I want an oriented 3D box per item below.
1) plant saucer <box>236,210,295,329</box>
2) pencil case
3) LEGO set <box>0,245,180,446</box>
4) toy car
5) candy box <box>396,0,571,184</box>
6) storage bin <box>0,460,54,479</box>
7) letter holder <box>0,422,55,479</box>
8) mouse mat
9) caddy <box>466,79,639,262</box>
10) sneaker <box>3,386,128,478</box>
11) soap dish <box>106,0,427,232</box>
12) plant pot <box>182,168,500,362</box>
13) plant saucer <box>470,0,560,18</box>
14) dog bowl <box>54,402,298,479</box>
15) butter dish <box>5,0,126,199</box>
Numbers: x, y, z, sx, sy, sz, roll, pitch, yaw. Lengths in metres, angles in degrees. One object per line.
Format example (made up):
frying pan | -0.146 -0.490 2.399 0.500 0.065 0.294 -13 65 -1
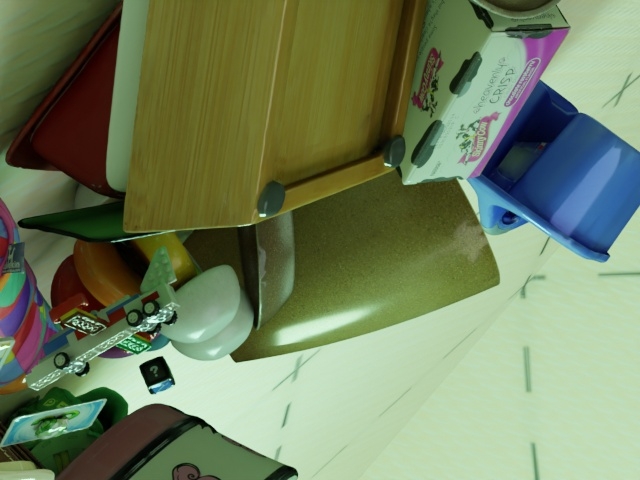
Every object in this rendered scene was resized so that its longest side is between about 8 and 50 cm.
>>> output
plant saucer | -0.047 -0.026 1.470 0.036 0.199 0.198 -5 157 -6
pencil case | -0.245 0.035 1.261 0.104 0.104 0.236 -41 166 -16
LEGO set | -0.204 0.088 1.267 0.244 0.060 0.182 -10 153 -31
toy car | -0.147 0.035 1.411 0.136 0.159 0.182 -38 165 -4
candy box | 0.069 -0.179 1.263 0.071 0.233 0.159 -7 146 -29
storage bin | -0.257 0.078 0.973 0.123 0.262 0.260 -9 149 -26
letter holder | -0.378 0.231 1.370 0.302 0.214 0.152 -43 -163 -8
mouse mat | -0.112 -0.018 1.215 0.152 0.007 0.189 -11 -170 -25
caddy | 0.245 -0.080 2.023 0.179 0.241 0.341 -54 164 8
sneaker | -0.272 0.194 1.631 0.123 0.109 0.295 -59 169 18
soap dish | -0.019 -0.155 1.134 0.229 0.118 0.291 -22 126 -55
plant pot | 0.000 0.000 1.653 0.254 0.237 0.237 -29 164 -4
plant saucer | 0.094 -0.291 1.096 0.050 0.311 0.310 -3 -168 34
dog bowl | -0.207 0.321 1.629 0.408 0.150 0.408 -48 171 -11
butter dish | -0.116 -0.082 1.254 0.160 0.118 0.160 -49 164 14
